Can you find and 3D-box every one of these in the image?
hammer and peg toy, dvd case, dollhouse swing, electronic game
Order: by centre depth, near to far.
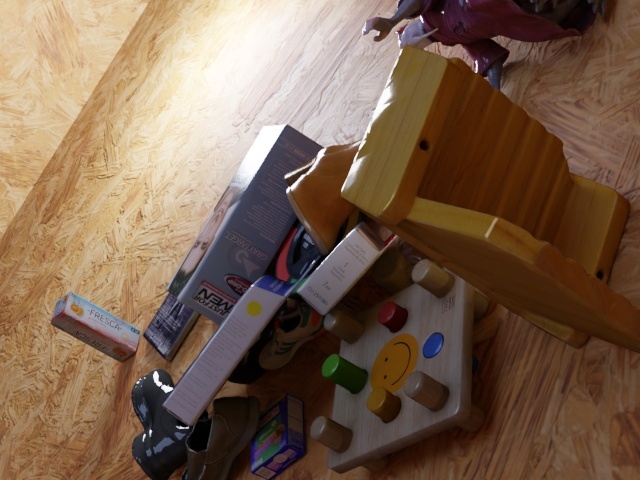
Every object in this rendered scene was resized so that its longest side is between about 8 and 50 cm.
[{"bbox_3d":[0.263,-0.054,1.392,0.305,0.347,0.315,-8,55,56],"label":"dollhouse swing"},{"bbox_3d":[0.119,0.128,1.666,0.266,0.127,0.361,-31,38,39],"label":"hammer and peg toy"},{"bbox_3d":[0.000,0.000,2.071,0.229,0.048,0.229,-38,34,32],"label":"electronic game"},{"bbox_3d":[-0.276,0.126,2.409,0.221,0.018,0.164,-59,27,-2],"label":"dvd case"}]

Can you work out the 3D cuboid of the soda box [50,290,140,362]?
[{"bbox_3d":[-0.469,0.181,2.480,0.058,0.183,0.063,-34,34,37],"label":"soda box"}]

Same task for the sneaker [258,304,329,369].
[{"bbox_3d":[-0.061,0.155,1.970,0.161,0.075,0.057,-38,45,29],"label":"sneaker"}]

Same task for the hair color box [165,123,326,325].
[{"bbox_3d":[-0.136,-0.030,2.214,0.374,0.114,0.185,-60,15,-4],"label":"hair color box"}]

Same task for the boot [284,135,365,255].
[{"bbox_3d":[0.054,-0.098,1.963,0.211,0.104,0.295,-27,26,4],"label":"boot"}]

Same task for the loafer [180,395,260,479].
[{"bbox_3d":[-0.182,0.332,1.937,0.094,0.087,0.251,-95,29,-50],"label":"loafer"}]

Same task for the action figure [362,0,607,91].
[{"bbox_3d":[0.244,-0.376,1.862,0.370,0.248,0.275,-4,57,53],"label":"action figure"}]

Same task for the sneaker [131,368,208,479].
[{"bbox_3d":[-0.260,0.315,2.119,0.130,0.109,0.286,-34,30,8],"label":"sneaker"}]

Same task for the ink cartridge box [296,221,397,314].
[{"bbox_3d":[0.074,-0.003,1.790,0.239,0.060,0.275,-48,-1,5],"label":"ink cartridge box"}]

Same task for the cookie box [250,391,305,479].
[{"bbox_3d":[-0.068,0.308,1.869,0.092,0.040,0.107,-42,30,29],"label":"cookie box"}]

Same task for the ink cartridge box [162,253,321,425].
[{"bbox_3d":[-0.117,0.131,1.865,0.307,0.072,0.303,-55,-1,2],"label":"ink cartridge box"}]

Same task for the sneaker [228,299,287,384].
[{"bbox_3d":[-0.109,0.171,2.069,0.178,0.072,0.077,-62,7,-9],"label":"sneaker"}]
